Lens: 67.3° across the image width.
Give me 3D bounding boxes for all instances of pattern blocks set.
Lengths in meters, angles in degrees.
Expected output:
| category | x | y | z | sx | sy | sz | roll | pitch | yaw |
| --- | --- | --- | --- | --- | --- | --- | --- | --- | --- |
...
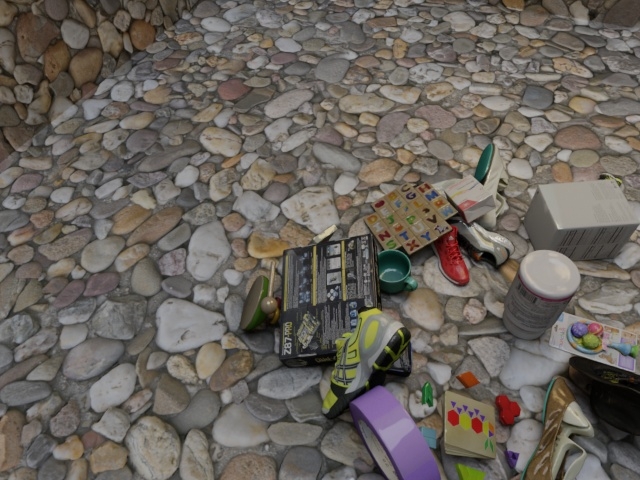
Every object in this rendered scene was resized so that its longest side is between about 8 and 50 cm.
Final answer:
| category | x | y | z | sx | sy | sz | roll | pitch | yaw |
| --- | --- | --- | --- | --- | --- | --- | --- | --- | --- |
| pattern blocks set | 0.394 | 0.491 | 1.269 | 0.324 | 0.026 | 0.286 | 30 | 53 | -12 |

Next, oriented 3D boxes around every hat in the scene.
| category | x | y | z | sx | sy | sz | roll | pitch | yaw |
| --- | --- | --- | --- | --- | --- | --- | --- | --- | --- |
| hat | 0.812 | 0.429 | 1.272 | 0.330 | 0.331 | 0.134 | 18 | 94 | 18 |

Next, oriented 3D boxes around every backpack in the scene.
| category | x | y | z | sx | sy | sz | roll | pitch | yaw |
| --- | --- | --- | --- | --- | --- | --- | --- | --- | --- |
| backpack | 0.225 | 0.348 | 1.450 | 0.104 | 0.084 | 0.115 | 6 | 58 | 8 |

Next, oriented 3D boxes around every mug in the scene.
| category | x | y | z | sx | sy | sz | roll | pitch | yaw |
| --- | --- | --- | --- | --- | --- | --- | --- | --- | --- |
| mug | 0.243 | 0.121 | 1.615 | 0.129 | 0.097 | 0.158 | -14 | 53 | -2 |

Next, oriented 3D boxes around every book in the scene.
| category | x | y | z | sx | sy | sz | roll | pitch | yaw |
| --- | --- | --- | --- | --- | --- | --- | --- | --- | --- |
| book | 0.000 | 0.000 | 1.702 | 0.096 | 0.144 | 0.035 | -34 | 81 | -22 |

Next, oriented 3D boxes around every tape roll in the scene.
| category | x | y | z | sx | sy | sz | roll | pitch | yaw |
| --- | --- | --- | --- | --- | --- | --- | --- | --- | --- |
| tape roll | 0.181 | 0.510 | 1.208 | 0.090 | 0.275 | 0.275 | -26 | 55 | -15 |

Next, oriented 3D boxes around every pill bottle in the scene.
| category | x | y | z | sx | sy | sz | roll | pitch | yaw |
| --- | --- | --- | --- | --- | --- | --- | --- | --- | --- |
| pill bottle | 0.642 | 0.171 | 1.429 | 0.160 | 0.283 | 0.161 | -2 | 52 | 3 |

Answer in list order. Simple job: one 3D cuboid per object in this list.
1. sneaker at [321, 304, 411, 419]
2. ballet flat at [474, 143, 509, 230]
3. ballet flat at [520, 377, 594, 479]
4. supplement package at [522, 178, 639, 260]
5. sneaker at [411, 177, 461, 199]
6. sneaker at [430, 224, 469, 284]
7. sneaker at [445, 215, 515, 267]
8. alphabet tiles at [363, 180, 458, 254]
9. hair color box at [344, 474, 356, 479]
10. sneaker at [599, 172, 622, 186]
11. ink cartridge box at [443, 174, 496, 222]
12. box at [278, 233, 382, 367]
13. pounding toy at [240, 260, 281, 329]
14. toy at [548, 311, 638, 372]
| category | x | y | z | sx | sy | sz | roll | pitch | yaw |
| --- | --- | --- | --- | --- | --- | --- | --- | --- | --- |
| sneaker | 0.102 | 0.337 | 1.319 | 0.145 | 0.385 | 0.147 | -4 | 42 | -49 |
| ballet flat | 0.644 | -0.194 | 1.830 | 0.139 | 0.139 | 0.401 | 16 | 59 | 16 |
| ballet flat | 0.632 | 0.520 | 1.251 | 0.124 | 0.116 | 0.342 | -8 | 38 | 52 |
| supplement package | 0.878 | -0.064 | 1.648 | 0.262 | 0.198 | 0.200 | -4 | 53 | 1 |
| sneaker | 0.447 | -0.185 | 1.865 | 0.236 | 0.086 | 0.085 | -9 | 79 | 13 |
| sneaker | 0.446 | 0.038 | 1.647 | 0.086 | 0.128 | 0.221 | -19 | 53 | -11 |
| sneaker | 0.536 | 0.001 | 1.691 | 0.271 | 0.100 | 0.108 | 29 | 67 | 25 |
| alphabet tiles | 0.319 | -0.089 | 1.746 | 0.285 | 0.011 | 0.343 | -31 | 39 | 2 |
| hair color box | 0.105 | 0.775 | 1.111 | 0.185 | 0.114 | 0.374 | -28 | 56 | -17 |
| sneaker | 1.124 | -0.233 | 1.865 | 0.083 | 0.031 | 0.035 | 30 | 61 | 25 |
| ink cartridge box | 0.518 | -0.159 | 1.707 | 0.115 | 0.067 | 0.198 | -30 | 34 | 5 |
| box | 0.032 | 0.185 | 1.524 | 0.317 | 0.097 | 0.395 | -11 | 55 | 14 |
| pounding toy | -0.164 | 0.202 | 1.543 | 0.110 | 0.237 | 0.183 | 22 | 52 | -18 |
| toy | 0.837 | 0.293 | 1.464 | 0.237 | 0.056 | 0.137 | 18 | 54 | 18 |
